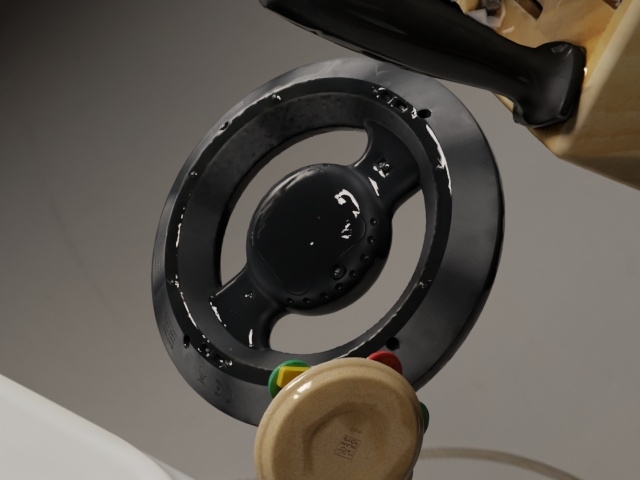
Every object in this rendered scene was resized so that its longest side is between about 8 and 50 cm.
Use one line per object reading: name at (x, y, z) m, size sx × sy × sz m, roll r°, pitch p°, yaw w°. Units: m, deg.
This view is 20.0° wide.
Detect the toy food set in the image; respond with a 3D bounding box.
toy food set at (0.009, 0.088, 0.806) m, size 0.083 × 0.020 × 0.083 m, roll 6°, pitch 107°, yaw -22°

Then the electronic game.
electronic game at (0.000, 0.000, 1.053) m, size 0.229 × 0.048 × 0.229 m, roll -11°, pitch 66°, yaw 26°

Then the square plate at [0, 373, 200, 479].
square plate at (-0.200, 0.089, 0.560) m, size 0.347 × 0.344 × 0.049 m, roll 25°, pitch 112°, yaw 21°

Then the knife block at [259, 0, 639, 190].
knife block at (0.095, -0.054, 0.514) m, size 0.242 × 0.088 × 0.276 m, roll -23°, pitch 123°, yaw -5°
